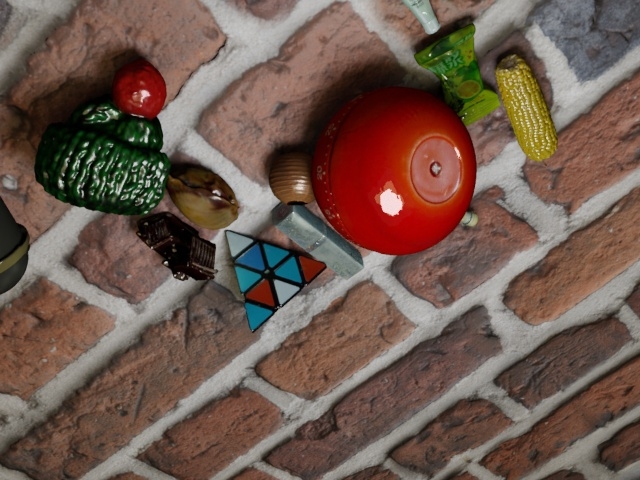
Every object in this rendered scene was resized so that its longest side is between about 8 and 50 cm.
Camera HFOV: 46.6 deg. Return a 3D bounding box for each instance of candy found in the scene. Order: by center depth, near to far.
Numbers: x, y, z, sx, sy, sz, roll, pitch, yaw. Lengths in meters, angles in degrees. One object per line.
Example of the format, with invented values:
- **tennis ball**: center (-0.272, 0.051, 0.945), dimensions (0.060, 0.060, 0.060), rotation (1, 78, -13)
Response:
- **candy**: center (0.321, -0.372, 1.724), dimensions (0.149, 0.069, 0.246), rotation (-30, 123, 4)

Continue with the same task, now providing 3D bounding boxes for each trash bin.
- **trash bin**: center (-0.776, -0.019, 1.656), dimensions (0.214, 0.214, 0.334), rotation (-15, 120, -1)

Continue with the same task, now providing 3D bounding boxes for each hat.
- **hat**: center (-0.441, -0.231, 1.591), dimensions (0.274, 0.242, 0.332), rotation (13, 102, -48)

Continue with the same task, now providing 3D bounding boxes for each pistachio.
- **pistachio**: center (-0.282, -0.107, 1.759), dimensions (0.210, 0.131, 0.165), rotation (31, 155, -31)

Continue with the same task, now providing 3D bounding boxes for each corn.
- **corn**: center (0.498, -0.312, 1.793), dimensions (0.101, 0.101, 0.310), rotation (-28, 125, 9)

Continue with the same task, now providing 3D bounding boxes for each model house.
- **model house**: center (-0.353, 0.027, 1.816), dimensions (0.203, 0.164, 0.141), rotation (32, 109, -29)

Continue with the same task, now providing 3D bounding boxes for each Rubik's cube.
- **Rubik's cube**: center (-0.147, 0.052, 1.908), dimensions (0.250, 0.284, 0.234), rotation (-35, 97, 5)

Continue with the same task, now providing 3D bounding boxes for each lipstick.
- **lipstick**: center (0.000, 0.000, 1.928), dimensions (0.076, 0.077, 0.289), rotation (-39, 126, 21)

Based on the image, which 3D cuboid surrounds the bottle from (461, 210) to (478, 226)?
- **bottle**: center (0.293, -0.089, 1.923), dimensions (0.269, 0.083, 0.083), rotation (17, 121, -23)

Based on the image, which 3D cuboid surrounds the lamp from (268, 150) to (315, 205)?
- **lamp**: center (-0.056, -0.148, 1.768), dimensions (0.136, 0.136, 0.136), rotation (-6, 128, -8)

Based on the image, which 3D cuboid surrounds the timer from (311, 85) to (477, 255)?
- **timer**: center (0.173, -0.155, 1.673), dimensions (0.378, 0.279, 0.378), rotation (-3, 97, -30)

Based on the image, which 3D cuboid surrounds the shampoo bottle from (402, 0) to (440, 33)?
- **shampoo bottle**: center (0.201, -0.526, 1.594), dimensions (0.069, 0.041, 0.191), rotation (-36, 126, 8)
